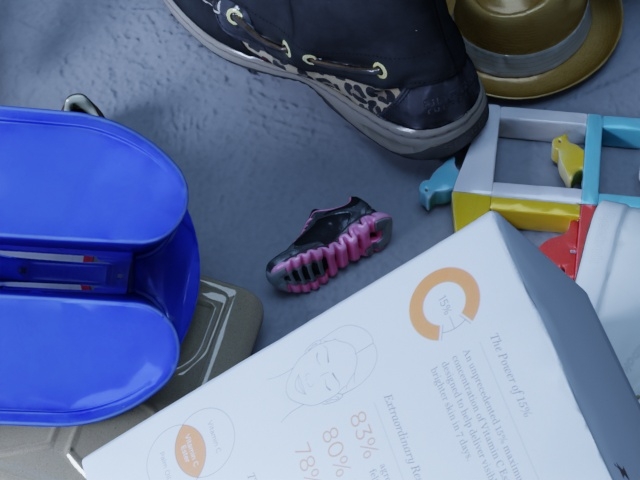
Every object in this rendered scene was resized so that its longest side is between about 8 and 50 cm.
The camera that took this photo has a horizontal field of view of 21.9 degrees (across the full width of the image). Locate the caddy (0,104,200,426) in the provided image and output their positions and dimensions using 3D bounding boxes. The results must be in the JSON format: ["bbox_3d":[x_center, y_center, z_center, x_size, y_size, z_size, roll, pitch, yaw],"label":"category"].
[{"bbox_3d":[-0.249,0.017,1.212,0.341,0.179,0.241,4,87,-16],"label":"caddy"}]

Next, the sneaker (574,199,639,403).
[{"bbox_3d":[0.237,0.096,1.233,0.123,0.106,0.290,12,59,14],"label":"sneaker"}]

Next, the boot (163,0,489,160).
[{"bbox_3d":[-0.022,-0.252,1.396,0.138,0.284,0.377,-41,59,-18],"label":"boot"}]

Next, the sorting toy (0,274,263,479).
[{"bbox_3d":[-0.196,0.148,1.289,0.229,0.041,0.307,18,66,3],"label":"sorting toy"}]

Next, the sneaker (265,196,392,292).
[{"bbox_3d":[0.000,0.000,1.385,0.119,0.047,0.057,-27,53,-22],"label":"sneaker"}]

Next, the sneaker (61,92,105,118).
[{"bbox_3d":[-0.197,-0.039,1.401,0.066,0.071,0.188,-14,57,-6],"label":"sneaker"}]

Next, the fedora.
[{"bbox_3d":[0.181,-0.217,1.489,0.194,0.079,0.194,-1,57,2],"label":"fedora"}]

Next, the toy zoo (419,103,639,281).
[{"bbox_3d":[0.228,-0.023,1.390,0.293,0.030,0.192,5,58,7],"label":"toy zoo"}]

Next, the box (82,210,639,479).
[{"bbox_3d":[0.043,0.176,1.112,0.345,0.168,0.215,-32,56,17],"label":"box"}]
